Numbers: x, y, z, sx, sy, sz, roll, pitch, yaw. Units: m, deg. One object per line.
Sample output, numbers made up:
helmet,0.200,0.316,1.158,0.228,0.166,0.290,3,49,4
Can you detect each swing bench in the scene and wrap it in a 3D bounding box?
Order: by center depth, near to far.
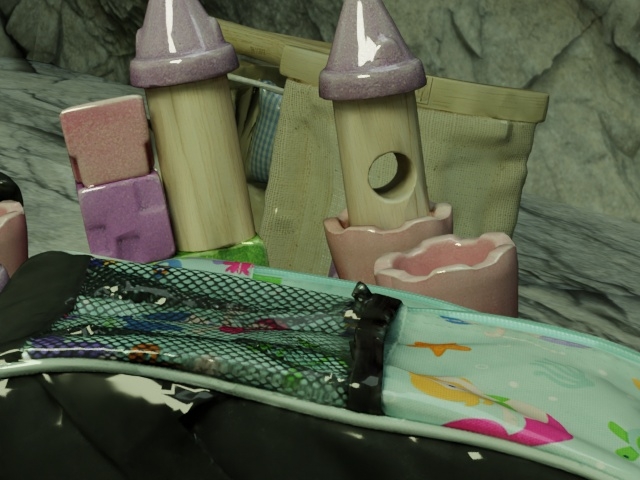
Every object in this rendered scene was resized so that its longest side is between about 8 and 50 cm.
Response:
swing bench,0.000,0.000,1.235,0.165,0.253,0.254,6,10,-26

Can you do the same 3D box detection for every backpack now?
backpack,0.012,0.122,0.584,0.253,0.225,0.191,8,20,12

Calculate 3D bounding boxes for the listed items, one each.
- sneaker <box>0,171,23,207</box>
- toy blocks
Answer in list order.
sneaker,-0.273,-0.015,1.149,0.106,0.078,0.234,5,12,36
toy blocks,-0.074,-0.006,0.954,0.288,0.260,0.309,-12,13,-7
